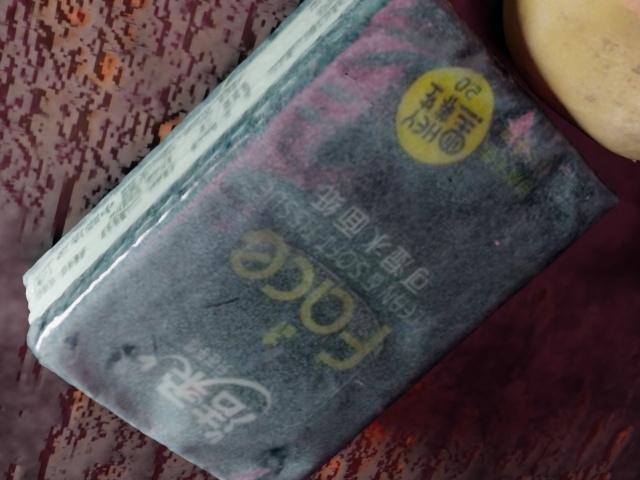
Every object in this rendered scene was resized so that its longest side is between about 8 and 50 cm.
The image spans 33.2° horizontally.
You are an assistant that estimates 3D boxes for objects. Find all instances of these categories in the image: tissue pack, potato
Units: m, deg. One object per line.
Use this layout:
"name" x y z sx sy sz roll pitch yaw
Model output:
"tissue pack" 0.000 0.000 0.557 0.257 0.081 0.185 -43 121 10
"potato" 0.152 -0.107 0.522 0.112 0.112 0.147 -31 131 4
